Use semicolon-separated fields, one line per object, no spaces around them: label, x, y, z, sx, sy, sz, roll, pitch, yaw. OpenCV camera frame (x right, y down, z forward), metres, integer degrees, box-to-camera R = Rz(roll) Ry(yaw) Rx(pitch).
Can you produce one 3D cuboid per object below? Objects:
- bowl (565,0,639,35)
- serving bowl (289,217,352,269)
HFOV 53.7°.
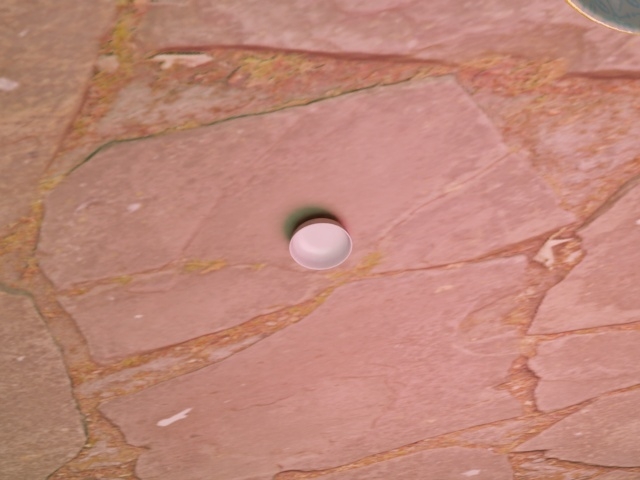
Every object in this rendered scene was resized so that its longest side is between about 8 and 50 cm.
bowl;0.280;-0.323;0.482;0.289;0.156;0.290;-2;132;-2
serving bowl;0.000;0.000;0.840;0.083;0.027;0.083;-2;132;-2
